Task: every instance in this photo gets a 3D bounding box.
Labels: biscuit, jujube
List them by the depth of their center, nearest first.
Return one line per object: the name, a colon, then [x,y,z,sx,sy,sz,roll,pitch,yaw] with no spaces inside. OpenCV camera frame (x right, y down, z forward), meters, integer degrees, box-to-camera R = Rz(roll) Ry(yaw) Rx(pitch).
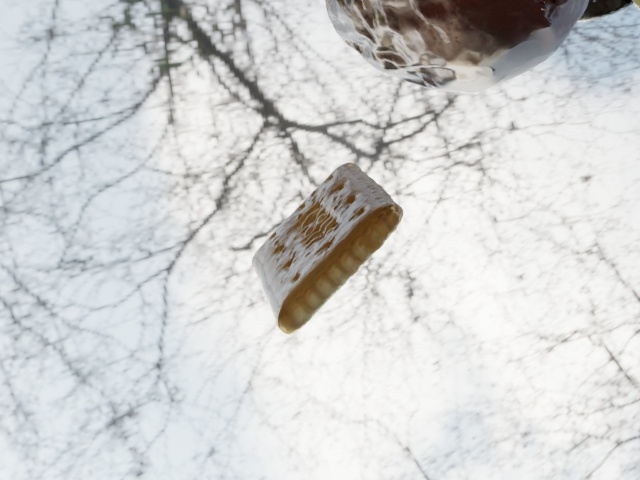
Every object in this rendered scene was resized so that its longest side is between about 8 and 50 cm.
jujube: [0.101,-0.201,0.996,0.243,0.183,0.183,-10,-85,62]
biscuit: [-0.001,-0.001,1.273,0.030,0.250,0.160,43,-85,-15]

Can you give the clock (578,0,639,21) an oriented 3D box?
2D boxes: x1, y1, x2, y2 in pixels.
clock: [0.376,-0.325,1.220,0.276,0.379,0.120,0,-51,34]
